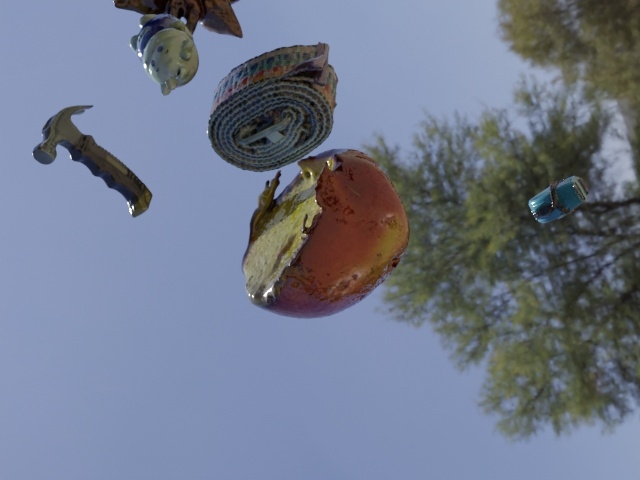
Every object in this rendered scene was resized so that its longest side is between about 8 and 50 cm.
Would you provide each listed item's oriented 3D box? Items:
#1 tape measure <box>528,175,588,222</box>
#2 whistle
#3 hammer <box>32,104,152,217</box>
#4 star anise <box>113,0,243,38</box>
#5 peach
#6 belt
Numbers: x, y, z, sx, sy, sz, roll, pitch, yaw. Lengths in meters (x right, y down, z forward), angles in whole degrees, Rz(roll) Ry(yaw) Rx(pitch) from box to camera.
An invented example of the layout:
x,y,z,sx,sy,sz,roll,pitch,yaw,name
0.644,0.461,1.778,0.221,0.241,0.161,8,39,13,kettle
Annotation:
x,y,z,sx,sy,sz,roll,pitch,yaw,name
0.530,-0.093,1.870,0.081,0.125,0.146,59,-151,1,tape measure
-0.259,-0.319,1.383,0.092,0.110,0.244,16,-155,-33,whistle
-0.390,-0.138,1.483,0.226,0.041,0.159,43,-140,-28,hammer
-0.289,-0.542,1.762,0.349,0.109,0.292,36,-130,7,star anise
0.000,0.000,1.914,0.353,0.416,0.339,65,166,-15,peach
-0.090,-0.261,1.711,0.207,0.294,0.161,56,-155,-37,belt
